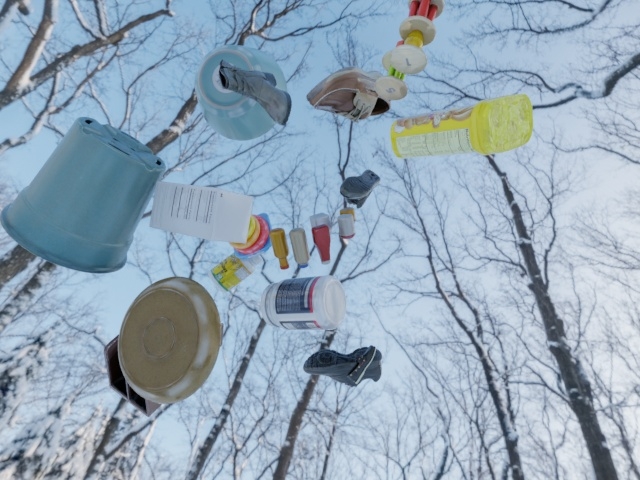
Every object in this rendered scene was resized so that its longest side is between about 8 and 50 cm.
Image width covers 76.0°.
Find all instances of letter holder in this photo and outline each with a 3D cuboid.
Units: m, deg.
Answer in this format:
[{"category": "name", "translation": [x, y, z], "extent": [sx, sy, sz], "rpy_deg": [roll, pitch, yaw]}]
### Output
[{"category": "letter holder", "translation": [-0.428, 0.294, 1.163], "extent": [0.152, 0.302, 0.214], "rpy_deg": [29, -49, 15]}]

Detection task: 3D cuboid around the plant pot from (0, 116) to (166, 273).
[{"category": "plant pot", "translation": [-0.639, -0.141, 1.166], "extent": [0.341, 0.341, 0.334], "rpy_deg": [33, -80, -15]}]

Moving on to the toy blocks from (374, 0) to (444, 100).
[{"category": "toy blocks", "translation": [0.136, -0.305, 0.614], "extent": [0.054, 0.148, 0.123], "rpy_deg": [20, -15, -6]}]

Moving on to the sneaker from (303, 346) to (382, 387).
[{"category": "sneaker", "translation": [0.079, 0.456, 1.437], "extent": [0.286, 0.109, 0.130], "rpy_deg": [-6, -70, 15]}]

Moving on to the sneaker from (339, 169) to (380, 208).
[{"category": "sneaker", "translation": [0.115, -0.154, 1.364], "extent": [0.087, 0.227, 0.130], "rpy_deg": [37, -59, 9]}]

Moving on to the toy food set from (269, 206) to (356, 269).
[{"category": "toy food set", "translation": [0.000, 0.000, 1.029], "extent": [0.232, 0.111, 0.104], "rpy_deg": [-19, -68, -22]}]

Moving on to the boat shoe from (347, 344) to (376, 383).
[{"category": "boat shoe", "translation": [0.133, 0.390, 1.313], "extent": [0.042, 0.133, 0.049], "rpy_deg": [36, -15, 0]}]

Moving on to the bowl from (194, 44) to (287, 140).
[{"category": "bowl", "translation": [-0.274, -0.489, 1.312], "extent": [0.312, 0.163, 0.311], "rpy_deg": [1, -86, 8]}]

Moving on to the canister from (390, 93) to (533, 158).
[{"category": "canister", "translation": [0.207, -0.168, 0.621], "extent": [0.170, 0.126, 0.073], "rpy_deg": [8, -66, 51]}]

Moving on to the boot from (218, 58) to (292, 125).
[{"category": "boot", "translation": [-0.184, -0.393, 1.091], "extent": [0.161, 0.246, 0.083], "rpy_deg": [2, -49, -33]}]

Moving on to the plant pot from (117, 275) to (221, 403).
[{"category": "plant pot", "translation": [-0.293, 0.181, 0.764], "extent": [0.236, 0.236, 0.032], "rpy_deg": [-6, -16, 20]}]

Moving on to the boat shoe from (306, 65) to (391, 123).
[{"category": "boat shoe", "translation": [0.095, -0.378, 1.086], "extent": [0.123, 0.324, 0.116], "rpy_deg": [-30, -93, 46]}]

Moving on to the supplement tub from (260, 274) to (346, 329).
[{"category": "supplement tub", "translation": [-0.061, 0.229, 1.488], "extent": [0.272, 0.191, 0.191], "rpy_deg": [-8, -51, 33]}]

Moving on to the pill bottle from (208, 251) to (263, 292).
[{"category": "pill bottle", "translation": [-0.346, 0.112, 1.693], "extent": [0.208, 0.117, 0.117], "rpy_deg": [-37, -60, -3]}]

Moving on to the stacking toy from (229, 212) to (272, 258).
[{"category": "stacking toy", "translation": [-0.311, -0.059, 1.500], "extent": [0.175, 0.165, 0.302], "rpy_deg": [-21, -26, 12]}]

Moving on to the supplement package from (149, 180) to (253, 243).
[{"category": "supplement package", "translation": [-0.326, -0.078, 1.120], "extent": [0.244, 0.139, 0.133], "rpy_deg": [10, -88, 32]}]
